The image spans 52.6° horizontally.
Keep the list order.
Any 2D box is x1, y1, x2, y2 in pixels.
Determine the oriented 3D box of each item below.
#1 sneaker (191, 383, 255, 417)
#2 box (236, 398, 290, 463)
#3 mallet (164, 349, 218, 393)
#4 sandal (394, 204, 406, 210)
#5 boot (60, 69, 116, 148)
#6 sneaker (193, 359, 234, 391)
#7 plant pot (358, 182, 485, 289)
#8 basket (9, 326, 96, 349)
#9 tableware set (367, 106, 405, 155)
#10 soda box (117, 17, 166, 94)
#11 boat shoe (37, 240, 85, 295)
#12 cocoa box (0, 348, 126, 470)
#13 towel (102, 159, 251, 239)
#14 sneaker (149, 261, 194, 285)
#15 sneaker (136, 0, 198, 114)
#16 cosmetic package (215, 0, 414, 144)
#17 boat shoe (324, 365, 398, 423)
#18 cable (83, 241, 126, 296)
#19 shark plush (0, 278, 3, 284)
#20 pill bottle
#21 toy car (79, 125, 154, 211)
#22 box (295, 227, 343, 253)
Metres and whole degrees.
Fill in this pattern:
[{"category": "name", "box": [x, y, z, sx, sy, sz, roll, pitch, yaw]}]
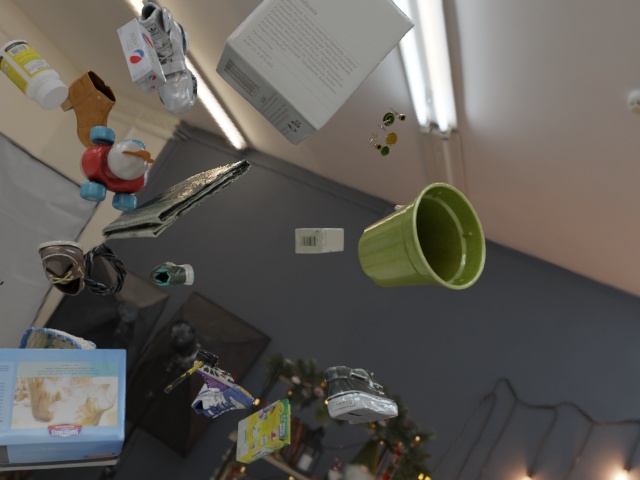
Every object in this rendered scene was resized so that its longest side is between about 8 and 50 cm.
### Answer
[{"category": "sneaker", "box": [-0.358, 0.601, 2.379, 0.296, 0.131, 0.112, -11, -57, 48]}, {"category": "box", "box": [-0.131, 0.460, 1.568, 0.043, 0.105, 0.179, 30, -50, -32]}, {"category": "mallet", "box": [-0.379, 0.371, 1.846, 0.062, 0.190, 0.039, 23, -55, 33]}, {"category": "sandal", "box": [0.359, -0.108, 2.159, 0.265, 0.076, 0.102, 6, 21, -44]}, {"category": "boot", "box": [-0.786, -0.439, 2.306, 0.211, 0.104, 0.295, -22, -70, 35]}, {"category": "sneaker", "box": [-0.345, 0.435, 2.045, 0.170, 0.071, 0.068, 46, 9, -37]}, {"category": "plant pot", "box": [0.247, 0.016, 1.707, 0.276, 0.276, 0.254, 37, -35, -27]}, {"category": "basket", "box": [-0.895, 0.398, 2.125, 0.255, 0.201, 0.289, 16, -1, 16]}, {"category": "tableware set", "box": [0.235, -0.369, 2.215, 0.104, 0.154, 0.024, 30, 6, -34]}, {"category": "soda box", "box": [-0.512, -0.527, 1.851, 0.074, 0.069, 0.216, 41, 24, -61]}, {"category": "boat shoe", "box": [-0.738, 0.081, 1.865, 0.117, 0.096, 0.324, -4, -16, -14]}, {"category": "cocoa box", "box": [-0.643, 0.398, 1.522, 0.347, 0.231, 0.228, 4, -33, -20]}, {"category": "towel", "box": [-0.364, -0.096, 1.648, 0.324, 0.312, 0.056, -8, -66, 50]}, {"category": "sneaker", "box": [-0.390, 0.086, 1.616, 0.166, 0.065, 0.076, -9, -3, 44]}, {"category": "sneaker", "box": [-0.501, -0.589, 2.061, 0.137, 0.365, 0.210, -15, -23, 11]}, {"category": "cosmetic package", "box": [-0.028, -0.527, 1.776, 0.327, 0.393, 0.329, 42, -8, -11]}, {"category": "boat shoe", "box": [0.099, 0.352, 1.495, 0.121, 0.119, 0.335, -15, -23, 12]}, {"category": "cable", "box": [-0.703, 0.108, 2.103, 0.047, 0.150, 0.184, -1, -52, 27]}, {"category": "shark plush", "box": [-0.793, 0.058, 1.465, 0.161, 0.073, 0.067, 45, 7, 1]}, {"category": "pill bottle", "box": [-0.892, -0.512, 2.013, 0.208, 0.119, 0.119, 45, -12, 7]}, {"category": "toy car", "box": [-0.565, -0.223, 1.911, 0.238, 0.219, 0.210, -7, -19, 40]}, {"category": "box", "box": [0.000, 0.000, 2.478, 0.113, 0.094, 0.275, 0, 0, 20]}]
